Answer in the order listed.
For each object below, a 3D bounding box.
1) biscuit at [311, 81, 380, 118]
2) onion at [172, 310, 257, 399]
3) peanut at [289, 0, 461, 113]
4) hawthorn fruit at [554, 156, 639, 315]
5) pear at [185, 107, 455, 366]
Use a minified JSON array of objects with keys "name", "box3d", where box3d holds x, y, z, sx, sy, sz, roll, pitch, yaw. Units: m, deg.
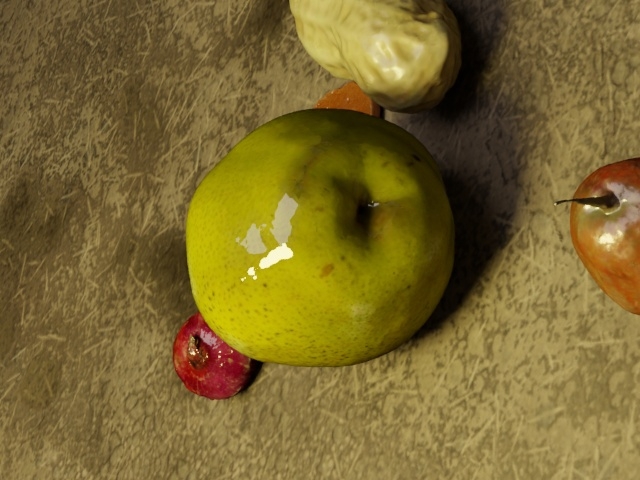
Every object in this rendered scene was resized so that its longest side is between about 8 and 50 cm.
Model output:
[{"name":"biscuit","box3d":[0.025,-0.133,2.287,0.130,0.019,0.102,-15,59,50]},{"name":"onion","box3d":[-0.122,0.129,2.272,0.107,0.097,0.107,-6,80,35]},{"name":"peanut","box3d":[0.060,-0.239,2.193,0.152,0.152,0.313,-59,38,12]},{"name":"hawthorn fruit","box3d":[0.290,-0.021,1.737,0.149,0.189,0.149,-16,44,16]},{"name":"pear","box3d":[0.000,0.000,2.033,0.294,0.294,0.294,-30,49,41]}]
